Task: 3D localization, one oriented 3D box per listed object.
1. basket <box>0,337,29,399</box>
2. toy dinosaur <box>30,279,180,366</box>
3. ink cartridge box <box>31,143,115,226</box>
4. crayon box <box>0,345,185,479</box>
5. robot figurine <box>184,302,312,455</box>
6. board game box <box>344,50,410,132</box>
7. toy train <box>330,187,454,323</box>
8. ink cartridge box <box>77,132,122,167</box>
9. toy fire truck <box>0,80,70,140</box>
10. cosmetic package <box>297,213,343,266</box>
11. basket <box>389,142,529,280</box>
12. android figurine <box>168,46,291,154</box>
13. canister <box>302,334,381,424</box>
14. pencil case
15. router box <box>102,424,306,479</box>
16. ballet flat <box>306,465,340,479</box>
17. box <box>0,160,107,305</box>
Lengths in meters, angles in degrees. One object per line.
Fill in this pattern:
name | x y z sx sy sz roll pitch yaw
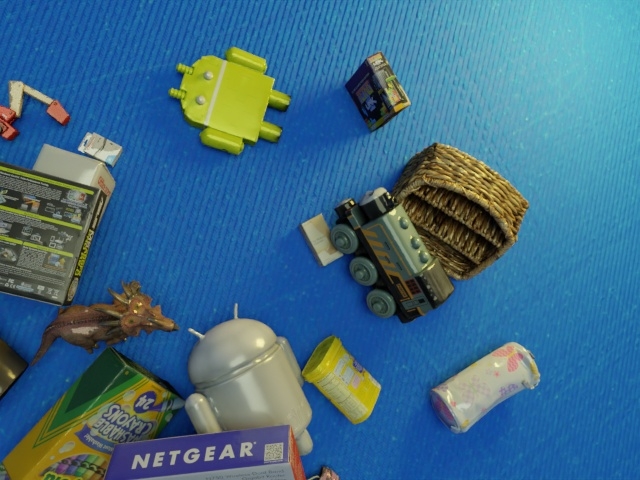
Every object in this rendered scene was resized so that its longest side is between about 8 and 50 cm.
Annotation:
basket | -0.696 0.225 1.014 0.227 0.154 0.204 38 78 -13
toy dinosaur | -0.444 0.161 1.059 0.296 0.200 0.127 -17 89 -16
ink cartridge box | -0.522 -0.030 1.058 0.114 0.197 0.272 21 79 -11
crayon box | -0.446 0.390 1.042 0.323 0.083 0.203 -49 140 -14
robot figurine | -0.149 0.316 1.127 0.300 0.200 0.353 -29 94 -53
board game box | 0.133 -0.353 1.287 0.048 0.170 0.141 -32 93 -15
toy train | 0.163 0.036 1.233 0.142 0.190 0.333 -34 96 -44
ink cartridge box | -0.486 -0.202 1.173 0.083 0.028 0.048 27 78 -11
toy fire truck | -0.645 -0.285 1.116 0.192 0.047 0.135 44 80 -17
cosmetic package | 0.000 0.000 1.282 0.060 0.041 0.115 -30 93 -16
basket | 0.322 -0.060 1.288 0.299 0.213 0.222 33 76 -10
android figurine | -0.212 -0.329 1.250 0.273 0.056 0.248 19 80 -15
canister | 0.052 0.322 1.230 0.170 0.073 0.126 47 38 -8
pencil case | 0.406 0.363 1.321 0.273 0.113 0.124 -25 70 -16
router box | -0.196 0.495 1.026 0.336 0.082 0.300 -8 125 3
ballet flat | -0.050 0.600 1.199 0.221 0.077 0.079 -41 78 -20
box | -0.540 -0.021 0.921 0.270 0.060 0.216 15 80 -9
